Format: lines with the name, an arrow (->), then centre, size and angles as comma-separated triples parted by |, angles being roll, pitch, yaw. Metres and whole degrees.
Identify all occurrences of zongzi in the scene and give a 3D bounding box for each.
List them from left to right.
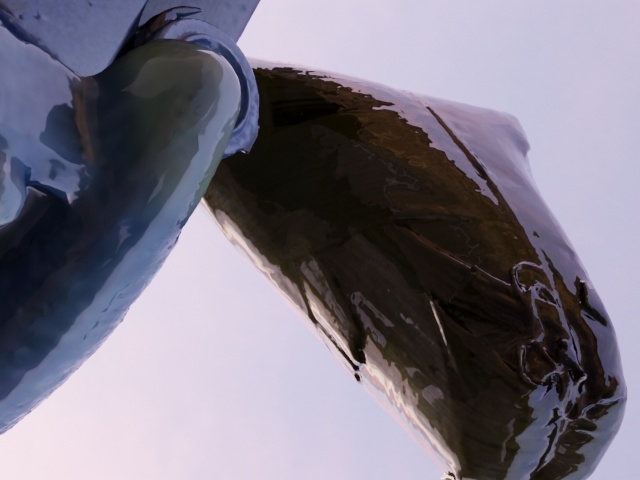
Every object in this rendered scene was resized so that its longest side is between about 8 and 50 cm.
zongzi -> 0.000, 0.000, 0.783 | 0.145, 0.300, 0.274 | -62, -159, 25

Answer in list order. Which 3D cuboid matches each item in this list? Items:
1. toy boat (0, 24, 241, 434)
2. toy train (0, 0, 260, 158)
toy boat -> -0.184, 0.020, 0.579 | 0.330, 0.215, 0.123 | -38, -135, 23
toy train -> -0.098, -0.161, 0.734 | 0.131, 0.202, 0.299 | -19, -142, 45
